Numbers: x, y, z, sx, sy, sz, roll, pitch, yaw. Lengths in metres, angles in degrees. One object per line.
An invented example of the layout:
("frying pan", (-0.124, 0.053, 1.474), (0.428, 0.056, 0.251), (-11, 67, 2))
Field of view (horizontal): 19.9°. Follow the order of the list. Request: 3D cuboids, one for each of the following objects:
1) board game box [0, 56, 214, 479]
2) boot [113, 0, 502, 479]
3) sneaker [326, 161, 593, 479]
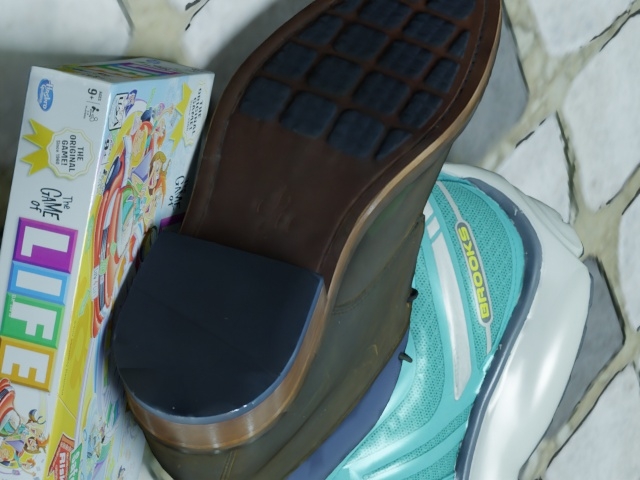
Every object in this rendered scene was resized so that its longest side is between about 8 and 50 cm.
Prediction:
("board game box", (-0.074, 0.021, 0.577), (0.103, 0.026, 0.154), (-30, 132, -75))
("boot", (0.000, 0.000, 0.636), (0.219, 0.082, 0.106), (-56, 158, -31))
("sneaker", (0.011, 0.101, 0.709), (0.110, 0.107, 0.275), (15, 89, -31))
